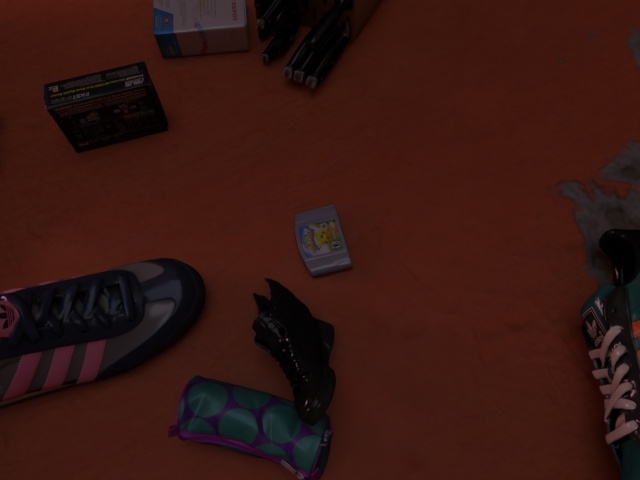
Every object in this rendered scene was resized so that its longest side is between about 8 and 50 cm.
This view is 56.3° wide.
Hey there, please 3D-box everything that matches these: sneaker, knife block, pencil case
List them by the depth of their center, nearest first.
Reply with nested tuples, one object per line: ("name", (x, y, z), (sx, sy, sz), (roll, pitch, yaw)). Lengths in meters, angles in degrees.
("pencil case", (-0.064, 0.183, 0.583), (0.151, 0.065, 0.070), (14, 38, 8))
("sneaker", (-0.273, 0.089, 0.591), (0.319, 0.131, 0.112), (-22, 67, -9))
("sneaker", (0.311, 0.119, 0.592), (0.121, 0.108, 0.302), (18, 59, 9))
("sneaker", (-0.033, 0.104, 0.594), (0.089, 0.051, 0.170), (29, 24, -11))
("knife block", (0.038, -0.332, 0.803), (0.275, 0.088, 0.242), (-15, 67, -6))

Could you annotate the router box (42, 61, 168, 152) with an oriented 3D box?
("router box", (-0.257, -0.160, 0.725), (0.122, 0.092, 0.038), (-16, 67, -7))

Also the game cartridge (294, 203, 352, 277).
("game cartridge", (0.000, 0.000, 0.693), (0.056, 0.017, 0.083), (-15, 66, -2))

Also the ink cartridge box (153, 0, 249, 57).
("ink cartridge box", (-0.159, -0.301, 0.809), (0.122, 0.052, 0.089), (-6, 66, -1))
